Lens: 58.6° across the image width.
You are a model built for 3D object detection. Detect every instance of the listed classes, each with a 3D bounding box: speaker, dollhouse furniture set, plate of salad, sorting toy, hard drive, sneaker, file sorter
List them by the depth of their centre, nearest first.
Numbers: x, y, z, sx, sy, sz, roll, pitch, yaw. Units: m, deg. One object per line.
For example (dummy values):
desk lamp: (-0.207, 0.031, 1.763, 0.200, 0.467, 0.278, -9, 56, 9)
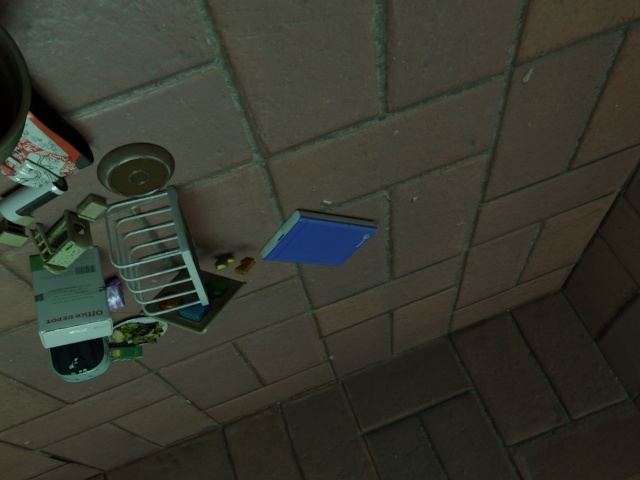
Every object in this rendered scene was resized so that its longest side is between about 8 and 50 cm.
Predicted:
sneaker: (-0.548, -0.189, 1.033, 0.145, 0.090, 0.270, -27, 153, 1)
speaker: (-0.600, -0.093, 1.190, 0.136, 0.055, 0.055, -28, 150, 9)
dollhouse furniture set: (-0.590, -0.025, 1.260, 0.182, 0.101, 0.161, -37, 148, 23)
file sorter: (-0.400, 0.039, 1.412, 0.173, 0.193, 0.277, -15, 150, -9)
sorting toy: (-0.326, 0.124, 1.584, 0.229, 0.307, 0.041, 10, 129, 25)
hard drive: (0.000, 0.000, 1.776, 0.319, 0.040, 0.210, 6, 139, -41)
plate of salad: (-0.597, 0.309, 1.858, 0.200, 0.048, 0.200, -18, 150, -11)

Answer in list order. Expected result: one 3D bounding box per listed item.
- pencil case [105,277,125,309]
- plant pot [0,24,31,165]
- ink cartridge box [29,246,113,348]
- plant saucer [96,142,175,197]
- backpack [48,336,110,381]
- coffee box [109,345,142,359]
pencil case: (-0.643, 0.165, 1.562, 0.206, 0.086, 0.088, -16, 122, -16)
plant pot: (-0.613, -0.172, 0.842, 0.323, 0.323, 0.280, -4, 161, -30)
ink cartridge box: (-0.608, 0.136, 1.392, 0.160, 0.219, 0.092, -9, 148, -23)
plant saucer: (-0.405, -0.147, 1.265, 0.168, 0.029, 0.168, -17, 151, -10)
backpack: (-0.697, 0.313, 1.651, 0.166, 0.188, 0.144, -13, 149, -19)
coffee box: (-0.689, 0.375, 1.868, 0.184, 0.040, 0.113, 3, 163, -36)
